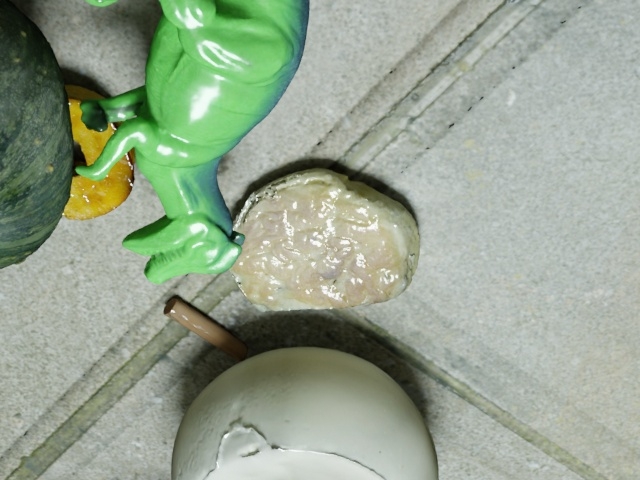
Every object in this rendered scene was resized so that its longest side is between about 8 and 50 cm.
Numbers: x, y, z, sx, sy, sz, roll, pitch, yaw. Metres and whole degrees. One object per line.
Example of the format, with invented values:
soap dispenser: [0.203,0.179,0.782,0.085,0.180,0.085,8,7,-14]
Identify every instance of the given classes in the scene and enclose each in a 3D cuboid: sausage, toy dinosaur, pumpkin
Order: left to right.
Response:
pumpkin: [-0.401,-0.100,1.314,0.328,0.257,0.291,-1,132,-13]
sausage: [-0.134,0.107,1.653,0.116,0.026,0.026,35,123,-21]
toy dinosaur: [-0.020,-0.177,1.316,0.500,0.144,0.374,-23,122,7]

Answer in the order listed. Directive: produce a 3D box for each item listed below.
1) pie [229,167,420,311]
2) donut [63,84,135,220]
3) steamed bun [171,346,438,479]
pie: [0.000,0.002,1.539,0.218,0.052,0.185,-5,129,12]
donut: [-0.264,-0.097,1.484,0.152,0.058,0.151,3,127,4]
steamed bun: [-0.019,0.267,1.651,0.324,0.206,0.324,2,130,2]
